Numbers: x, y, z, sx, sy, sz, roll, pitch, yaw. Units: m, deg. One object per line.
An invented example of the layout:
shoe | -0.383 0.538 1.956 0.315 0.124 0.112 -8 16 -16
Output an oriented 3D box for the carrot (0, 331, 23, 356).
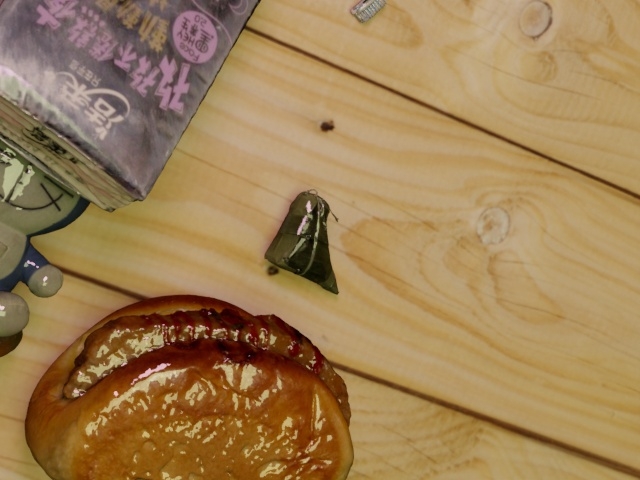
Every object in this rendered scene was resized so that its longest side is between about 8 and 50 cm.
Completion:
carrot | -0.449 0.128 1.805 0.193 0.087 0.087 -25 107 -12

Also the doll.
doll | -0.371 -0.044 1.762 0.228 0.154 0.258 35 88 -16

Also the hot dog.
hot dog | -0.147 0.187 1.866 0.405 0.185 0.223 6 99 -21

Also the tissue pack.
tissue pack | -0.234 -0.245 1.728 0.259 0.122 0.361 36 64 -20

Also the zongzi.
zongzi | 0.000 0.000 1.958 0.119 0.055 0.109 27 88 -33

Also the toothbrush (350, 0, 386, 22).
toothbrush | 0.151 -0.378 1.956 0.288 0.024 0.026 -43 111 -8
